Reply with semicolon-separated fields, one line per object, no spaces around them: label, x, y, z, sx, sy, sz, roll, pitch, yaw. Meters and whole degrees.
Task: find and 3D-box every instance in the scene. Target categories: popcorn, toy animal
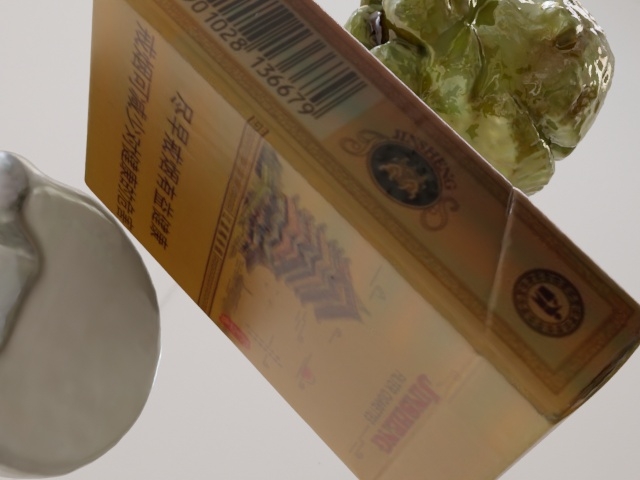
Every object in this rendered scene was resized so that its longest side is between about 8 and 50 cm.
popcorn;0.145;-0.175;1.023;0.276;0.276;0.226;28;-95;6
toy animal;-0.296;0.055;0.731;0.367;0.241;0.196;8;-118;21

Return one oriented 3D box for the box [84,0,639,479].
box;0.000;0.000;0.500;0.076;0.174;0.274;-37;-106;-29
